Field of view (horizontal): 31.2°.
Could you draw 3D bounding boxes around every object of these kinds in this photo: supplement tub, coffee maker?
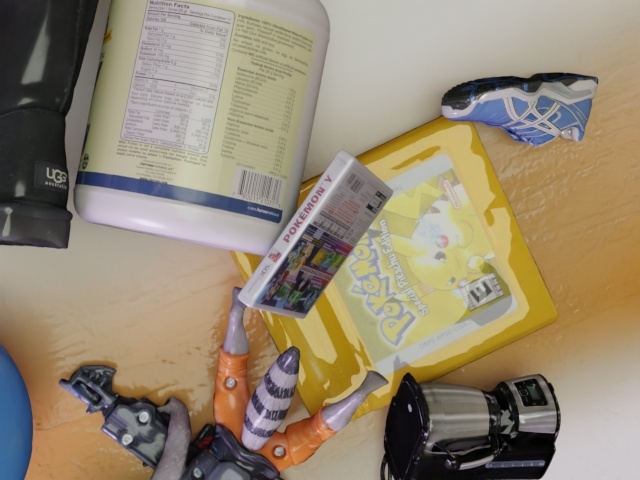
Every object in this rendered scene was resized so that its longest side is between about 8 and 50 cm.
[{"bbox_3d":[-0.119,-0.160,1.212,0.235,0.235,0.325,11,87,-8],"label":"supplement tub"},{"bbox_3d":[0.173,0.229,1.355,0.178,0.171,0.120,2,62,-17],"label":"coffee maker"}]

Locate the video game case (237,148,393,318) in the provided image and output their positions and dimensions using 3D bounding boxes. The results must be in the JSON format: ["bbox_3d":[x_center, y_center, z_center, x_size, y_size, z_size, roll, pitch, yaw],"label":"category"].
[{"bbox_3d":[0.000,0.000,1.231,0.023,0.201,0.183,36,92,16],"label":"video game case"}]

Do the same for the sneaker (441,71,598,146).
[{"bbox_3d":[0.234,-0.148,1.323,0.211,0.080,0.081,-6,106,-25],"label":"sneaker"}]

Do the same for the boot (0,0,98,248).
[{"bbox_3d":[-0.385,-0.221,1.213,0.367,0.146,0.445,3,85,26],"label":"boot"}]

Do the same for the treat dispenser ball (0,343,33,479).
[{"bbox_3d":[-0.447,0.203,1.197,0.288,0.288,0.288,-1,96,-7],"label":"treat dispenser ball"}]

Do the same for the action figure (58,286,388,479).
[{"bbox_3d":[-0.136,0.222,1.288,0.341,0.178,0.330,30,97,-5],"label":"action figure"}]

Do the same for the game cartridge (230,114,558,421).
[{"bbox_3d":[0.083,0.038,1.360,0.323,0.052,0.285,-26,98,-4],"label":"game cartridge"}]
